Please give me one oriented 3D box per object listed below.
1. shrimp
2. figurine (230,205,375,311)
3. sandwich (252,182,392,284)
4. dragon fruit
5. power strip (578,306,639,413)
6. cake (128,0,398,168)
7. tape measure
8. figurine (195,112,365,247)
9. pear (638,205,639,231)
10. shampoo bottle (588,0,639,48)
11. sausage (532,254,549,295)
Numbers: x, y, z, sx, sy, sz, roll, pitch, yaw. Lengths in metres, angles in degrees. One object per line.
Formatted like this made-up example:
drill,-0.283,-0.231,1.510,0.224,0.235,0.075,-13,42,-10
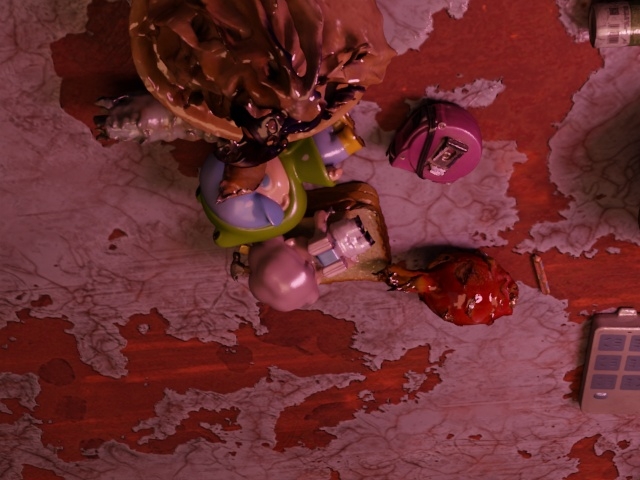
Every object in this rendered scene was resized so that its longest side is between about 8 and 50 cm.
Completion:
shrimp,-0.164,-0.138,1.414,0.287,0.185,0.068,37,138,30
figurine,-0.029,0.036,1.558,0.229,0.112,0.137,-26,122,13
sandwich,0.000,0.000,1.636,0.215,0.065,0.186,-8,132,10
dragon fruit,0.199,0.071,1.641,0.246,0.125,0.125,6,165,-24
power strip,0.536,0.226,1.844,0.118,0.046,0.270,-2,134,3
cake,-0.081,-0.233,1.247,0.333,0.321,0.332,1,131,1
tape measure,0.173,-0.137,1.494,0.118,0.074,0.125,19,133,-17
figurine,-0.061,-0.096,1.489,0.263,0.162,0.143,-31,157,11
pear,0.651,-0.032,1.404,0.414,0.352,0.352,-19,130,9
shampoo bottle,0.461,-0.292,1.349,0.205,0.065,0.065,-3,133,5
sausage,0.369,0.058,1.711,0.015,0.015,0.100,-13,132,13
